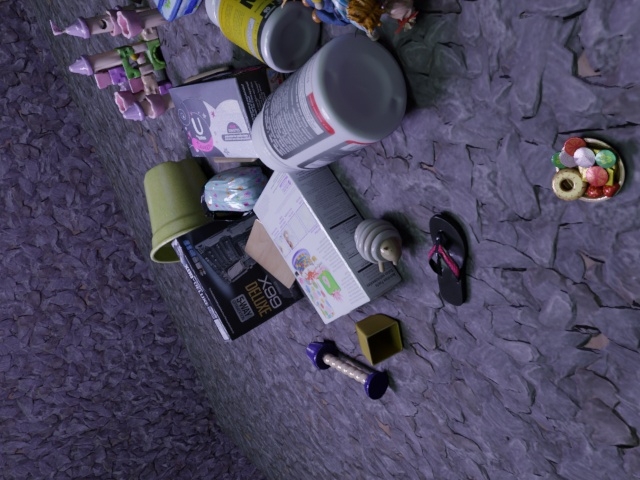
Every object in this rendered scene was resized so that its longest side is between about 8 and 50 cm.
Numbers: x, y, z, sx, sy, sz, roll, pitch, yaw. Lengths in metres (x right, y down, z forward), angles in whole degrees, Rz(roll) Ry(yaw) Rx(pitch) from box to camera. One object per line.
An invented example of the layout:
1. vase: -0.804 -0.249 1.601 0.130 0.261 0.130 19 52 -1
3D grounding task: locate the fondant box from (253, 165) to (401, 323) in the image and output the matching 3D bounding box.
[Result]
1. fondant box: 0.000 0.000 1.096 0.330 0.096 0.238 58 151 7

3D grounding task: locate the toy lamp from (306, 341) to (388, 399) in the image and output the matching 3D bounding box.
1. toy lamp: 0.059 0.328 1.316 0.275 0.080 0.080 14 127 50

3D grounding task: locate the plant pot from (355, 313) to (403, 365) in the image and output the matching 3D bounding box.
1. plant pot: 0.120 0.209 1.109 0.083 0.082 0.081 34 143 57

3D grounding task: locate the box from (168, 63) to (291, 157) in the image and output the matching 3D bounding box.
1. box: -0.177 -0.267 1.053 0.247 0.142 0.163 11 125 45

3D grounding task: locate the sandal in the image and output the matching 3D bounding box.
1. sandal: 0.211 0.041 0.846 0.067 0.040 0.179 21 132 50

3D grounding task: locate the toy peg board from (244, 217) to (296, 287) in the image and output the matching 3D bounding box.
1. toy peg board: -0.098 0.015 1.302 0.161 0.079 0.161 39 144 7

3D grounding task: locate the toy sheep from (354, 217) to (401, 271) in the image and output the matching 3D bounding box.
1. toy sheep: 0.105 0.002 0.939 0.132 0.091 0.091 36 143 49

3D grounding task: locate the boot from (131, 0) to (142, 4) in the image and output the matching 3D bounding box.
1. boot: -0.534 -0.729 1.336 0.305 0.112 0.115 43 117 37

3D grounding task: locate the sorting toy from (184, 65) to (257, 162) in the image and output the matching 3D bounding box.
1. sorting toy: -0.213 -0.306 1.231 0.307 0.041 0.229 9 124 48

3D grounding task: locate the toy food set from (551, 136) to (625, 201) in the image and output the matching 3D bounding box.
1. toy food set: 0.313 -0.082 0.593 0.083 0.020 0.082 22 133 50

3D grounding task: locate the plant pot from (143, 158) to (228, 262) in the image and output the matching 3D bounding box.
1. plant pot: -0.417 -0.101 1.543 0.253 0.276 0.276 68 153 13

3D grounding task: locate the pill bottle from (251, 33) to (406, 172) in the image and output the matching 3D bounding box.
1. pill bottle: -0.003 -0.209 0.843 0.283 0.161 0.161 -10 106 60

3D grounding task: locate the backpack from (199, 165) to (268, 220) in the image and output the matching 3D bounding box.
1. backpack: -0.209 -0.126 1.275 0.182 0.152 0.115 6 130 43

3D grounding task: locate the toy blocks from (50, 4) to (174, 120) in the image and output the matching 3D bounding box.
1. toy blocks: -0.571 -0.493 1.402 0.309 0.260 0.288 32 141 42

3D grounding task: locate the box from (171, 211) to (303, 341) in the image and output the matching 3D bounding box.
1. box: -0.223 0.084 1.377 0.307 0.243 0.076 62 152 -1

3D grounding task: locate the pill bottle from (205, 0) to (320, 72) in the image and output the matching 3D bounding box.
1. pill bottle: -0.108 -0.392 0.892 0.208 0.119 0.119 41 146 31

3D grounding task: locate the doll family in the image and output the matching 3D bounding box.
1. doll family: 0.008 -0.320 0.642 0.263 0.118 0.163 29 -172 -34

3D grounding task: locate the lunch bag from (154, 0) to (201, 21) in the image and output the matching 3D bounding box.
1. lunch bag: -0.318 -0.594 1.087 0.219 0.090 0.176 -10 110 61
